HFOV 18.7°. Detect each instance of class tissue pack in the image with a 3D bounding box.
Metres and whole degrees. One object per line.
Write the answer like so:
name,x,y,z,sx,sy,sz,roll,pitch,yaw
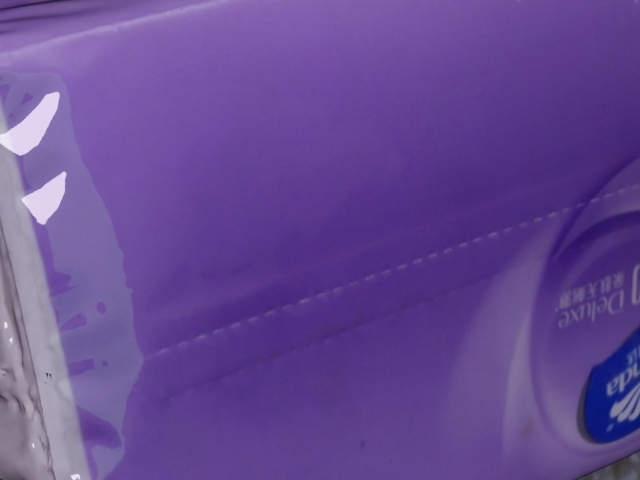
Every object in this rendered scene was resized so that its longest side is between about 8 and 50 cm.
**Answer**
tissue pack,0.000,0.000,0.758,0.338,0.160,0.242,-19,108,-33
